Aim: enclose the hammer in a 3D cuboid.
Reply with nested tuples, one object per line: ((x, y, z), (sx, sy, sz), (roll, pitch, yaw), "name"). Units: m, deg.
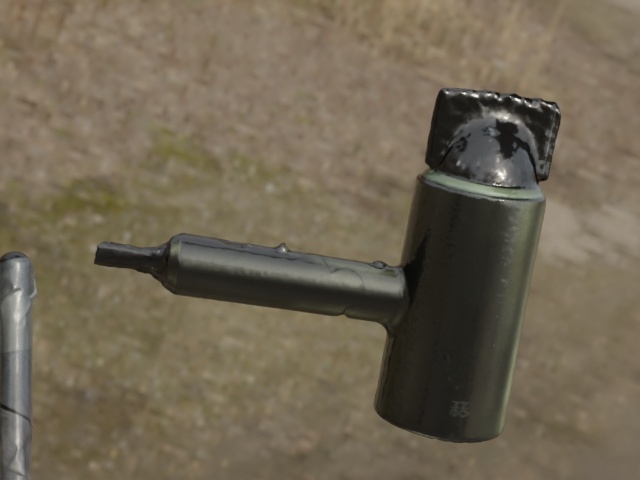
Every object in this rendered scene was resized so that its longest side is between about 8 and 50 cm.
((-0.239, 0.220, 1.478), (0.044, 0.427, 0.152), (0, -5, -1), "hammer")

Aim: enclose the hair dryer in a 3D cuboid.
((0.000, 0.000, 1.063), (0.248, 0.196, 0.078), (7, 12, -8), "hair dryer")
